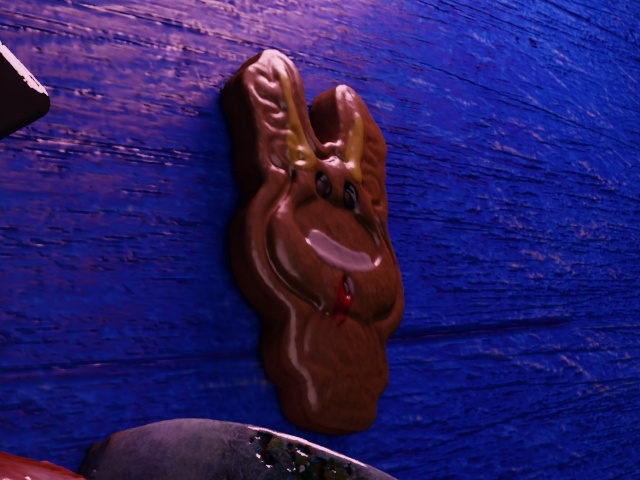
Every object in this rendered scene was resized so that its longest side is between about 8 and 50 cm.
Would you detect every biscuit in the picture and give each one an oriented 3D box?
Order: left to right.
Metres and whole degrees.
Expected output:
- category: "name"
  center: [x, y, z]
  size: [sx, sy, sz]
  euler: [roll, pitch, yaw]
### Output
- category: "biscuit"
  center: [0.003, -0.001, 0.906]
  size: [0.186, 0.044, 0.295]
  euler: [15, 60, -46]

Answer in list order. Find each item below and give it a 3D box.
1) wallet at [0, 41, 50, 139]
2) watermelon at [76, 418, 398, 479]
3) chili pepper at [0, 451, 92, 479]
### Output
- category: "wallet"
  center: [-0.247, -0.068, 0.603]
  size: [0.124, 0.025, 0.244]
  euler: [47, 38, -1]
- category: "watermelon"
  center: [-0.003, 0.249, 0.642]
  size: [0.322, 0.188, 0.175]
  euler: [48, 36, -16]
- category: "chili pepper"
  center: [-0.166, 0.198, 0.432]
  size: [0.305, 0.229, 0.251]
  euler: [9, 49, -49]
